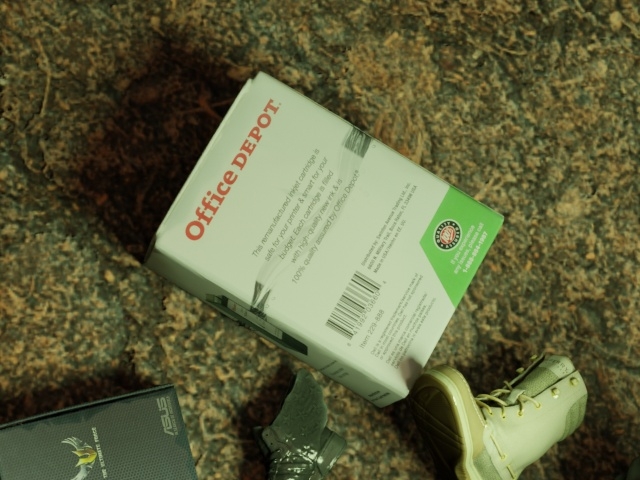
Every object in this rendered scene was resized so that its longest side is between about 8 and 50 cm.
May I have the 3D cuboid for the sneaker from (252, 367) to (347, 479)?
[{"bbox_3d":[-0.039,0.215,1.808,0.089,0.051,0.170,40,70,-1],"label":"sneaker"}]

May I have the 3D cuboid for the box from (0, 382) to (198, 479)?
[{"bbox_3d":[-0.202,0.270,1.758,0.183,0.059,0.232,-12,82,-12],"label":"box"}]

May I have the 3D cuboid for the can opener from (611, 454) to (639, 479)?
[{"bbox_3d":[0.427,0.305,1.881,0.283,0.076,0.095,36,42,-2],"label":"can opener"}]

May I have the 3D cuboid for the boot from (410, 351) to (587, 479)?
[{"bbox_3d":[0.179,0.159,1.798,0.165,0.213,0.077,-38,47,-17],"label":"boot"}]

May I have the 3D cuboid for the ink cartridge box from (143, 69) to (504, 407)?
[{"bbox_3d":[0.000,0.000,1.820,0.289,0.121,0.211,32,75,-4],"label":"ink cartridge box"}]
